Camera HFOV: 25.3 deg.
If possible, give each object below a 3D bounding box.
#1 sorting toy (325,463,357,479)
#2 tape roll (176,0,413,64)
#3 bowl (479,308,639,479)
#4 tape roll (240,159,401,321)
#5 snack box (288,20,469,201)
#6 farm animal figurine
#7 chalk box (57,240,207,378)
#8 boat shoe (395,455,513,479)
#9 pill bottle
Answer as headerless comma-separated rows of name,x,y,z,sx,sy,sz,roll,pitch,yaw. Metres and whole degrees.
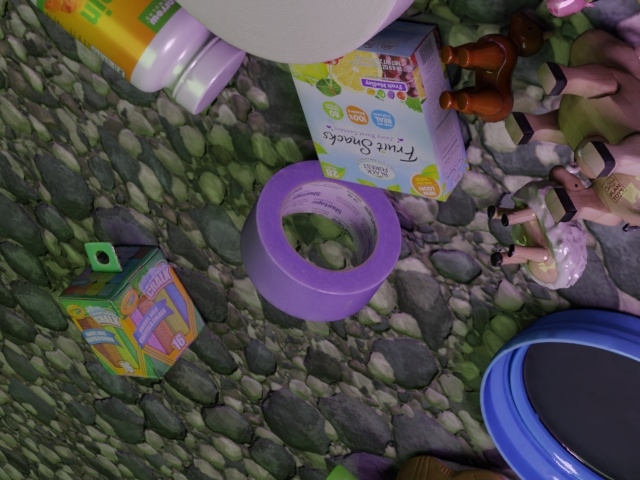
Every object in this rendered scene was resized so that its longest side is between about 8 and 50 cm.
sorting toy,0.113,0.439,2.240,0.196,0.047,0.347,38,171,32
tape roll,-0.056,-0.368,1.457,0.392,0.072,0.392,24,135,26
bowl,0.388,0.242,1.777,0.391,0.077,0.391,25,144,20
tape roll,0.000,0.000,1.768,0.189,0.189,0.080,37,145,4
snack box,0.065,-0.154,1.636,0.174,0.070,0.207,12,140,33
farm animal figurine,0.275,-0.151,1.341,0.330,0.172,0.326,-40,58,55
chalk box,-0.302,0.093,2.213,0.132,0.132,0.213,0,130,43
boat shoe,0.210,0.378,2.088,0.096,0.098,0.277,19,170,-29
pill bottle,-0.215,-0.266,1.714,0.246,0.136,0.136,39,146,1
